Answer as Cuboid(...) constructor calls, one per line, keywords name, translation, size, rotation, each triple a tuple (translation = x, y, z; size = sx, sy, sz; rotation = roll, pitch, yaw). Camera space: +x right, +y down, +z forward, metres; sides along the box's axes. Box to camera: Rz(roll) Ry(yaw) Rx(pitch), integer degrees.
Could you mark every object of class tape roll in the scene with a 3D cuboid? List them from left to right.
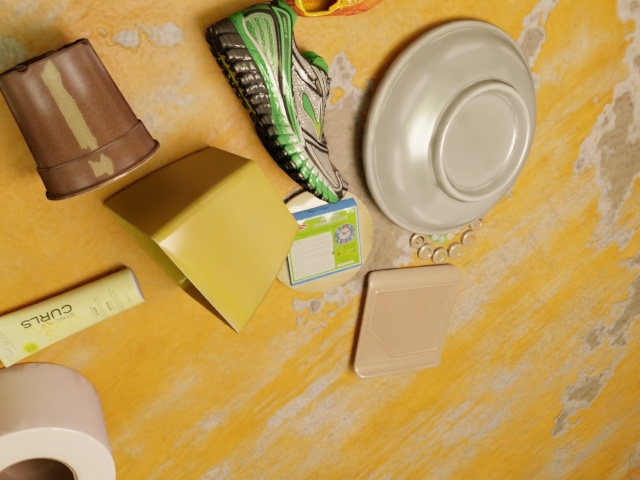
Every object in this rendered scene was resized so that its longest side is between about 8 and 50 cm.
Cuboid(name="tape roll", translation=(-0.464, 0.342, 1.000), size=(0.246, 0.169, 0.246), rotation=(-12, 120, -22))

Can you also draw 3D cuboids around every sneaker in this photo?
Cuboid(name="sneaker", translation=(-0.028, -0.201, 0.970), size=(0.146, 0.134, 0.343), rotation=(-34, 125, -9))
Cuboid(name="sneaker", translation=(0.034, -0.368, 0.957), size=(0.175, 0.067, 0.064), rotation=(-21, 119, -19))

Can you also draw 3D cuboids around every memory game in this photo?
Cuboid(name="memory game", translation=(0.260, -0.035, 1.279), size=(0.186, 0.012, 0.186), rotation=(-12, 119, -22))

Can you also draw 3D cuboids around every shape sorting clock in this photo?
Cuboid(name="shape sorting clock", translation=(0.000, 0.000, 1.144), size=(0.206, 0.040, 0.206), rotation=(-10, 119, -19))

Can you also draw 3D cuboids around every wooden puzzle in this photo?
Cuboid(name="wooden puzzle", translation=(0.178, 0.167, 1.326), size=(0.221, 0.044, 0.238), rotation=(-4, 112, -25))

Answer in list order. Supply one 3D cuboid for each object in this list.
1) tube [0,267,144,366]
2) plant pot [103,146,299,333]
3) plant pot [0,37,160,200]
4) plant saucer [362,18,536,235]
Cuboid(name="tube", translation=(-0.400, 0.119, 0.990), size=(0.240, 0.062, 0.070), rotation=(-23, 83, -10))
Cuboid(name="plant pot", translation=(-0.163, -0.022, 0.961), size=(0.187, 0.212, 0.212), rotation=(-46, 127, -16))
Cuboid(name="plant pot", translation=(-0.326, -0.164, 0.827), size=(0.167, 0.167, 0.165), rotation=(-29, 117, -12))
Cuboid(name="plant saucer", translation=(0.266, -0.185, 1.132), size=(0.400, 0.100, 0.400), rotation=(-13, 116, -27))
